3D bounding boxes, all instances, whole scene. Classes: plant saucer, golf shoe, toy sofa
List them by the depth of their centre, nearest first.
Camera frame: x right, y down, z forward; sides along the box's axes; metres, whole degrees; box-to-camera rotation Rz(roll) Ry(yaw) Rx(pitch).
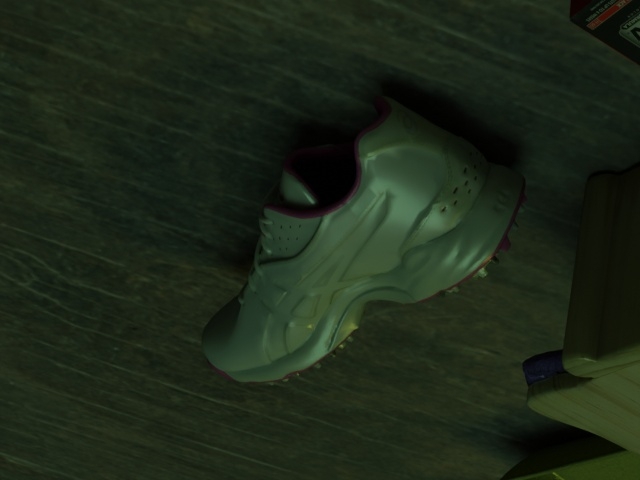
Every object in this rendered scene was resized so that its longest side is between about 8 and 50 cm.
[{"bbox_3d":[0.322,0.090,1.062,0.363,0.150,0.177,29,147,-24],"label":"toy sofa"},{"bbox_3d":[0.000,0.000,1.081,0.140,0.115,0.306,40,131,-20],"label":"golf shoe"},{"bbox_3d":[0.284,0.215,1.344,0.188,0.045,0.188,-23,133,40],"label":"plant saucer"}]

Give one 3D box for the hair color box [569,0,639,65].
[{"bbox_3d":[0.218,-0.124,0.877,0.141,0.043,0.072,27,142,-22],"label":"hair color box"}]
